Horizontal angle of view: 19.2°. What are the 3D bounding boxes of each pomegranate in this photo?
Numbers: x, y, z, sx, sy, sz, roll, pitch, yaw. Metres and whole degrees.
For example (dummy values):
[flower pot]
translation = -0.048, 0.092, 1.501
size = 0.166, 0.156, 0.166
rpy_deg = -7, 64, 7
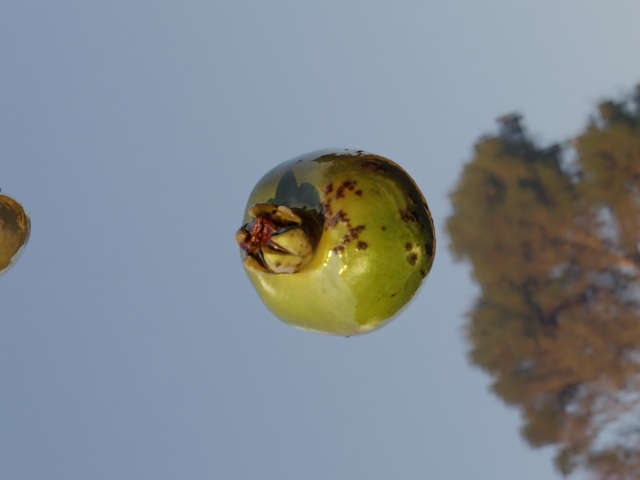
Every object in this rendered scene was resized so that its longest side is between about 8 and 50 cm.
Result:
[pomegranate]
translation = -0.005, 0.003, 1.703
size = 0.210, 0.179, 0.179
rpy_deg = -4, -107, -31

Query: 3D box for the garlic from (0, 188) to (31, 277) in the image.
[garlic]
translation = -0.377, -0.029, 1.621
size = 0.292, 0.237, 0.210
rpy_deg = -41, -61, -86
